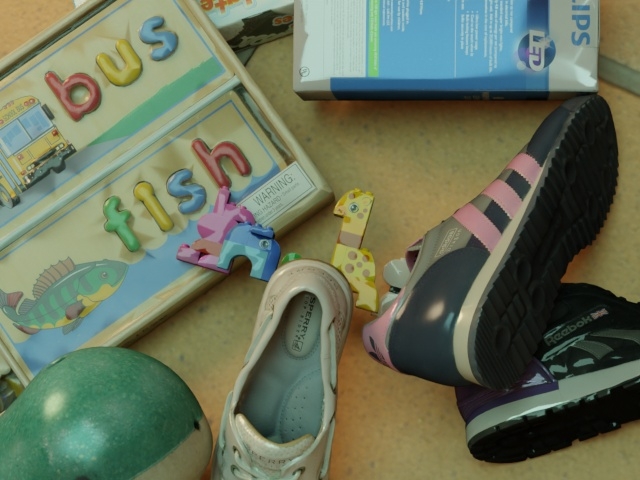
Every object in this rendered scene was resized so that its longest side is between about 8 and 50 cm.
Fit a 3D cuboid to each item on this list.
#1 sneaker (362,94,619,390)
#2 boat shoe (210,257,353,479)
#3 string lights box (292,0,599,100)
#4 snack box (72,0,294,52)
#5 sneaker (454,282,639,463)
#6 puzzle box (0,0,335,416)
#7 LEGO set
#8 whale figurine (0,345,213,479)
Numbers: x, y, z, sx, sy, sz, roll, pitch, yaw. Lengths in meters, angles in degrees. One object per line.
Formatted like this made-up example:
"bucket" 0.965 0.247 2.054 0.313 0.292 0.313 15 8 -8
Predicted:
"sneaker" 0.139 -0.011 1.334 0.131 0.112 0.319 0 38 36
"boat shoe" -0.038 0.154 1.296 0.098 0.096 0.277 9 99 4
"string lights box" 0.109 -0.189 1.427 0.259 0.077 0.133 1 88 6
"snack box" -0.077 -0.274 1.546 0.321 0.060 0.187 -18 67 5
"sneaker" 0.240 0.076 1.314 0.283 0.107 0.124 -15 60 6
"puzzle box" -0.227 -0.032 1.447 0.409 0.052 0.272 -36 82 -3
"LEGO set" 0.000 0.000 1.365 0.227 0.087 0.093 16 85 1
"whale figurine" -0.224 0.175 1.319 0.272 0.216 0.141 -21 101 16
